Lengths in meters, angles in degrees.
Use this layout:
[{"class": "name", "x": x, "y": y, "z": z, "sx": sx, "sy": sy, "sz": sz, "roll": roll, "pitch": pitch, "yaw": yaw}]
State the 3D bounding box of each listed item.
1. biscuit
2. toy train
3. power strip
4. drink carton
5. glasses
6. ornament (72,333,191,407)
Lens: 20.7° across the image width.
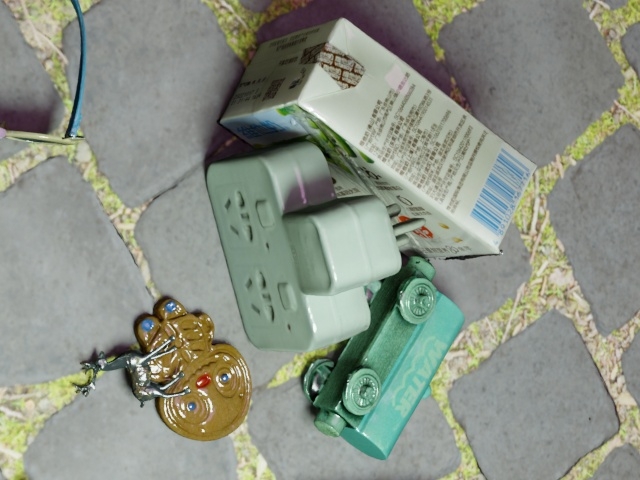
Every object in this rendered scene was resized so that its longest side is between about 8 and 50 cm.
[{"class": "biscuit", "x": -0.146, "y": 0.151, "z": 2.002, "sx": 0.124, "sy": 0.026, "sz": 0.175, "roll": -41, "pitch": 109, "yaw": -27}, {"class": "toy train", "x": 0.085, "y": 0.145, "z": 2.110, "sx": 0.159, "sy": 0.101, "sz": 0.248, "roll": 45, "pitch": 67, "yaw": -36}, {"class": "power strip", "x": 0.000, "y": 0.000, "z": 1.961, "sx": 0.141, "sy": 0.261, "sz": 0.229, "roll": -19, "pitch": 97, "yaw": -29}, {"class": "drink carton", "x": 0.072, "y": -0.112, "z": 2.049, "sx": 0.324, "sy": 0.194, "sz": 0.132, "roll": 34, "pitch": 70, "yaw": -25}, {"class": "glasses", "x": -0.344, "y": -0.204, "z": 1.895, "sx": 0.190, "sy": 0.088, "sz": 0.220, "roll": 18, "pitch": 59, "yaw": -29}, {"class": "ornament", "x": -0.213, "y": 0.153, "z": 1.947, "sx": 0.125, "sy": 0.028, "sz": 0.073, "roll": -15, "pitch": 99, "yaw": -14}]
